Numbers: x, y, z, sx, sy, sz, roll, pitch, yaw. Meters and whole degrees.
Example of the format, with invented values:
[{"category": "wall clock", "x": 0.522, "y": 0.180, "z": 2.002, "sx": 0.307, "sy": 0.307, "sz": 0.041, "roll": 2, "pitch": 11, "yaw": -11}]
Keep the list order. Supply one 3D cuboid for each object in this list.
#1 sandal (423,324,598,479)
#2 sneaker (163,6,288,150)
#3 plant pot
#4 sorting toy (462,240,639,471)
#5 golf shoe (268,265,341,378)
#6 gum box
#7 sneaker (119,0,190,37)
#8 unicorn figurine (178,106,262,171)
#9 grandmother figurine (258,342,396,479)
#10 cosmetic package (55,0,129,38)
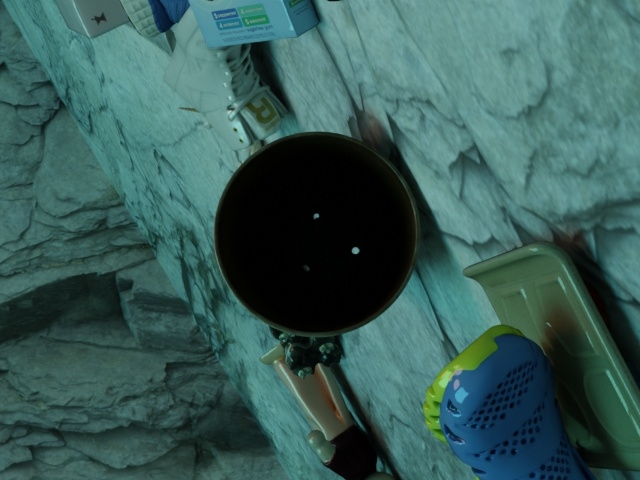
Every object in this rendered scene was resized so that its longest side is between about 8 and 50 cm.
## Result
[{"category": "sandal", "x": 0.190, "y": 0.195, "z": 1.229, "sx": 0.138, "sy": 0.126, "sz": 0.317, "roll": 41, "pitch": 167, "yaw": 42}, {"category": "sneaker", "x": -0.098, "y": -0.212, "z": 1.730, "sx": 0.169, "sy": 0.108, "sz": 0.292, "roll": 47, "pitch": 161, "yaw": 4}, {"category": "plant pot", "x": 0.000, "y": 0.000, "z": 1.559, "sx": 0.215, "sy": 0.215, "sz": 0.230, "roll": 62, "pitch": 180, "yaw": 4}, {"category": "sorting toy", "x": 0.216, "y": 0.110, "z": 1.269, "sx": 0.229, "sy": 0.041, "sz": 0.307, "roll": 59, "pitch": 167, "yaw": 0}, {"category": "golf shoe", "x": -0.039, "y": 0.098, "z": 2.060, "sx": 0.273, "sy": 0.105, "sz": 0.120, "roll": 86, "pitch": 161, "yaw": -57}, {"category": "gum box", "x": -0.096, "y": -0.306, "z": 1.509, "sx": 0.157, "sy": 0.041, "sz": 0.184, "roll": 2, "pitch": 121, "yaw": 48}, {"category": "sneaker", "x": -0.195, "y": -0.355, "z": 1.643, "sx": 0.330, "sy": 0.147, "sz": 0.129, "roll": 46, "pitch": -154, "yaw": -74}, {"category": "unicorn figurine", "x": -0.120, "y": -0.143, "z": 2.016, "sx": 0.162, "sy": 0.060, "sz": 0.111, "roll": 23, "pitch": 141, "yaw": 45}, {"category": "grandmother figurine", "x": 0.032, "y": 0.308, "z": 2.196, "sx": 0.342, "sy": 0.104, "sz": 0.208, "roll": 57, "pitch": -155, "yaw": 8}, {"category": "cosmetic package", "x": -0.318, "y": -0.400, "z": 2.042, "sx": 0.151, "sy": 0.151, "sz": 0.184, "roll": 68, "pitch": 166, "yaw": -21}]
